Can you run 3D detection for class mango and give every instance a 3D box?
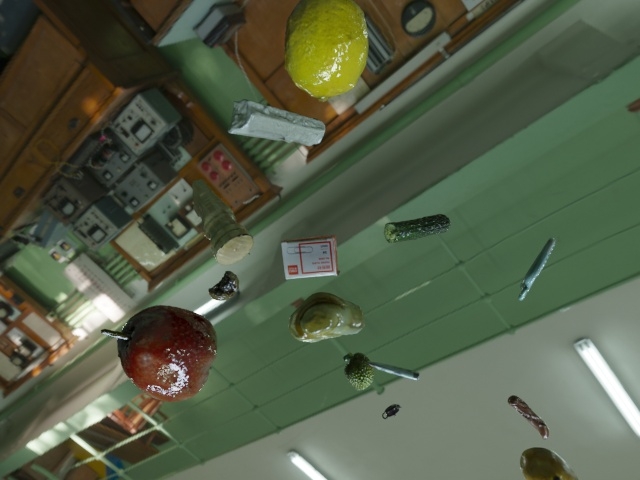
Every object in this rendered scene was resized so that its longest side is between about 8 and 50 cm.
[{"bbox_3d":[0.634,0.642,1.188,0.147,0.227,0.109,21,-103,44],"label":"mango"}]

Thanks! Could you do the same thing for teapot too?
[{"bbox_3d":[0.327,0.786,1.971,0.100,0.045,0.068,-30,169,-17],"label":"teapot"}]

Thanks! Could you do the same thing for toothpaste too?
[{"bbox_3d":[0.321,0.577,1.926,0.062,0.239,0.039,75,30,-75],"label":"toothpaste"}]

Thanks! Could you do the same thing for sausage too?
[{"bbox_3d":[0.654,0.549,1.346,0.042,0.158,0.036,-46,169,20],"label":"sausage"}]

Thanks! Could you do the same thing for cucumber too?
[{"bbox_3d":[0.257,-0.031,1.126,0.187,0.058,0.058,-10,-178,-25],"label":"cucumber"}]

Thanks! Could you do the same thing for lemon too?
[{"bbox_3d":[0.015,-0.517,1.140,0.234,0.288,0.233,-1,-175,0],"label":"lemon"}]

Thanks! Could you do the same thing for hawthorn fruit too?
[{"bbox_3d":[-0.495,0.335,1.323,0.285,0.369,0.284,-25,-131,32],"label":"hawthorn fruit"}]

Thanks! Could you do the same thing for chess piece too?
[{"bbox_3d":[-0.341,-0.070,1.397,0.137,0.301,0.137,-29,152,-17],"label":"chess piece"}]

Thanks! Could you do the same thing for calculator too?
[{"bbox_3d":[0.888,0.116,1.775,0.295,0.042,0.184,-54,154,-13],"label":"calculator"}]

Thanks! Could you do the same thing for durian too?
[{"bbox_3d":[0.213,0.685,2.265,0.146,0.159,0.198,-31,-149,27],"label":"durian"}]

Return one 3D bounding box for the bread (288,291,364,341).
[{"bbox_3d":[0.012,0.351,2.010,0.301,0.210,0.341,-21,160,20],"label":"bread"}]

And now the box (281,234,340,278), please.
[{"bbox_3d":[-0.031,0.054,1.426,0.182,0.133,0.099,-3,-173,7],"label":"box"}]

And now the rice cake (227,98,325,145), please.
[{"bbox_3d":[-0.068,-0.204,0.766,0.256,0.052,0.057,-13,125,-60],"label":"rice cake"}]

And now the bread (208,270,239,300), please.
[{"bbox_3d":[-0.325,0.166,1.490,0.060,0.082,0.113,26,-109,43],"label":"bread"}]
